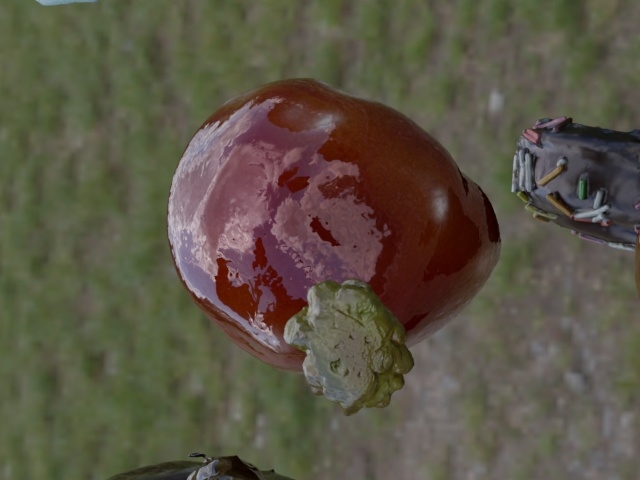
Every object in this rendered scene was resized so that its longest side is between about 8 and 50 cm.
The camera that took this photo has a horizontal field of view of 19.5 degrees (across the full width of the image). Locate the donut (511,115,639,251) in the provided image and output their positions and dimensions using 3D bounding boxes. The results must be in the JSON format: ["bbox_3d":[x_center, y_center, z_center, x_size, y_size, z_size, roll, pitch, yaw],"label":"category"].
[{"bbox_3d":[0.319,-0.047,1.900,0.269,0.269,0.103,0,72,69],"label":"donut"}]

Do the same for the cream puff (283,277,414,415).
[{"bbox_3d":[0.019,0.064,1.156,0.083,0.083,0.058,-65,-5,10],"label":"cream puff"}]

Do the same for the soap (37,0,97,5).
[{"bbox_3d":[-0.201,-0.223,0.861,0.173,0.289,0.095,-31,42,36],"label":"soap"}]

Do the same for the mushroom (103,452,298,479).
[{"bbox_3d":[-0.092,0.264,1.455,0.283,0.263,0.195,94,-173,-81],"label":"mushroom"}]

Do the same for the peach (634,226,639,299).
[{"bbox_3d":[0.411,0.008,1.520,0.343,0.301,0.343,-170,90,-83],"label":"peach"}]

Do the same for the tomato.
[{"bbox_3d":[0.000,0.000,1.611,0.226,0.298,0.298,-58,17,-12],"label":"tomato"}]
